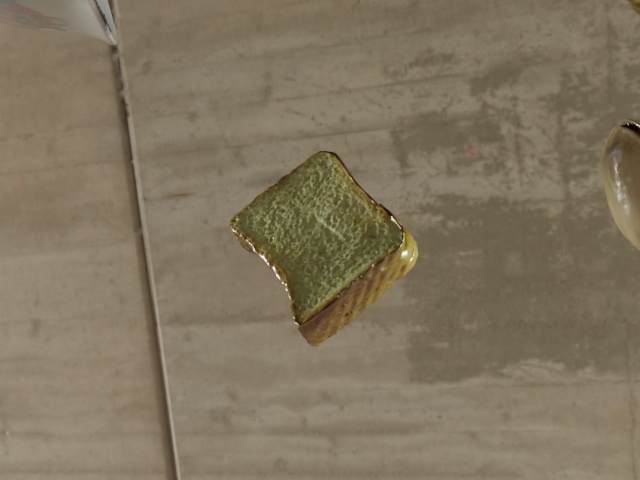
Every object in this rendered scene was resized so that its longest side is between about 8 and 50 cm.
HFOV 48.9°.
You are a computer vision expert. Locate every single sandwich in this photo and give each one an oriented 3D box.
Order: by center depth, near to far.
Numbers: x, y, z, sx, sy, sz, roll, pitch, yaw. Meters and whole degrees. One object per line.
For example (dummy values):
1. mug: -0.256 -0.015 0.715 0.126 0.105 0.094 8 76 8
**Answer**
1. sandwich: 0.000 0.000 0.891 0.186 0.065 0.215 -40 -129 -4

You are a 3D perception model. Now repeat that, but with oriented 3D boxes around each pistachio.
1. pistachio: 0.406 -0.061 0.854 0.108 0.186 0.126 -29 172 4

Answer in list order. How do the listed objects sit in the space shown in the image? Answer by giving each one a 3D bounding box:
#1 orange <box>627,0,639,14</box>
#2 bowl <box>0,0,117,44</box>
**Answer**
1. orange: 0.324 -0.406 0.792 0.368 0.271 0.210 23 132 -18
2. bowl: -0.289 -0.303 0.548 0.157 0.346 0.345 -18 -173 -6
